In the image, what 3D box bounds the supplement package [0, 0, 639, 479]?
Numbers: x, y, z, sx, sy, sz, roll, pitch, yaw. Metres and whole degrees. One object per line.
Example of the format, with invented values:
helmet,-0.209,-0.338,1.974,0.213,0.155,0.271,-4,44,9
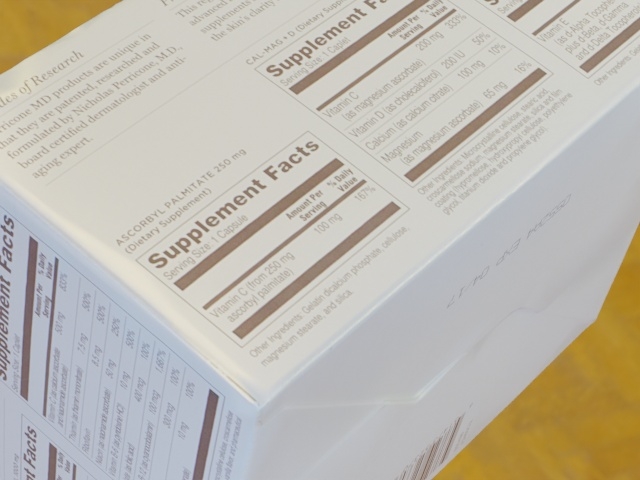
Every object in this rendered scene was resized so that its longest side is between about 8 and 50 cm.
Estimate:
supplement package,0.000,0.000,0.645,0.145,0.204,0.262,38,54,19
